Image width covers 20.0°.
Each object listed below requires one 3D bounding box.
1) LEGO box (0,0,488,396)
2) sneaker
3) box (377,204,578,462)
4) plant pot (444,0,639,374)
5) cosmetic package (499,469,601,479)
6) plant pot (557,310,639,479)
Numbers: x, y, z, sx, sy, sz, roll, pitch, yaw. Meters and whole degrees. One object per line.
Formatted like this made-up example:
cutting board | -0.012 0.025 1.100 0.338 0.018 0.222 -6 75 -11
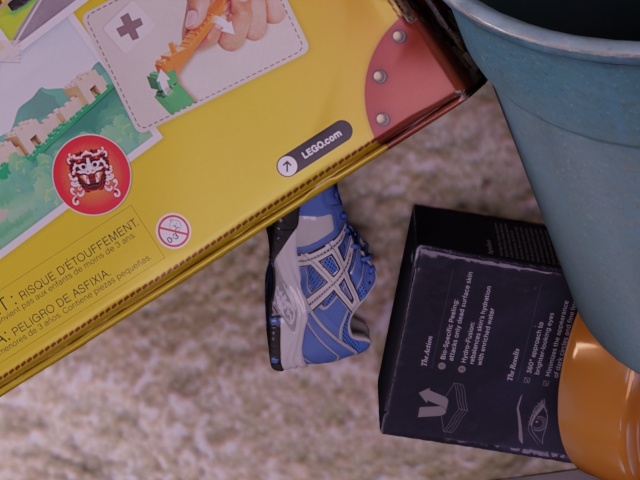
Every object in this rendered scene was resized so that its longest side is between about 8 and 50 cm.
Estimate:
LEGO box | -0.199 -0.124 1.191 0.500 0.193 0.372 -32 92 12
sneaker | 0.000 0.000 1.357 0.081 0.080 0.211 -1 122 -5
box | 0.133 0.070 1.366 0.158 0.093 0.156 9 112 -3
plant pot | 0.250 -0.100 1.104 0.341 0.341 0.334 -13 133 7
cosmetic package | 0.293 0.268 1.341 0.377 0.284 0.097 -8 112 6
plant pot | 0.301 0.100 1.276 0.188 0.205 0.205 20 119 37
